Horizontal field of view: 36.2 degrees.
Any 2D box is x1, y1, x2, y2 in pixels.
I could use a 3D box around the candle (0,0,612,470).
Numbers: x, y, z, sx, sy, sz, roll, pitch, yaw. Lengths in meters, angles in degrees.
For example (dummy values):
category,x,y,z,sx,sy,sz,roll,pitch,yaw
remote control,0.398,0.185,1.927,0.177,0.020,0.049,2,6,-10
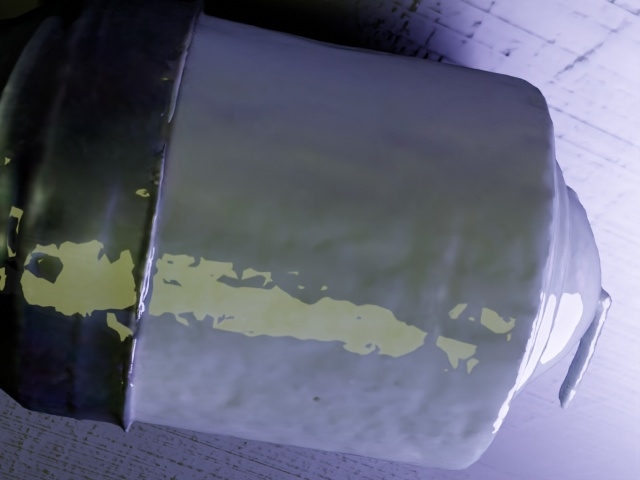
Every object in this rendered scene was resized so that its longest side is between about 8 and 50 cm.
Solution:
category,x,y,z,sx,sy,sz,roll,pitch,yaw
candle,0.000,0.000,0.506,0.343,0.221,0.221,8,132,-5
